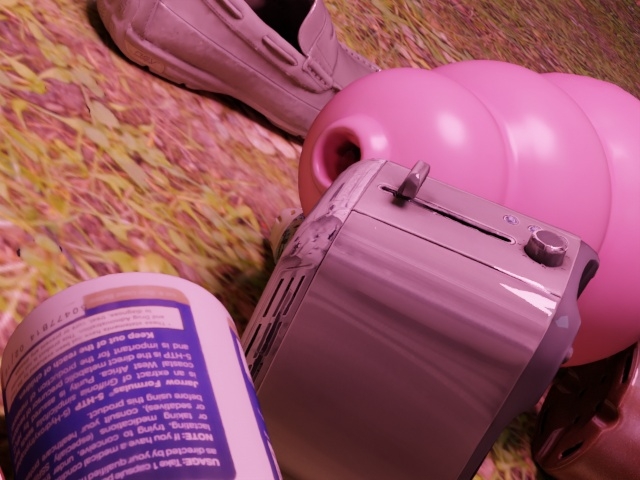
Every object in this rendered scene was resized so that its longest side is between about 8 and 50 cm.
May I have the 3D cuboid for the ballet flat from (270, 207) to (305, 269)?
[{"bbox_3d":[0.000,0.000,0.961,0.070,0.070,0.188,50,21,11],"label":"ballet flat"}]

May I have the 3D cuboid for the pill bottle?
[{"bbox_3d":[-0.069,0.114,0.570,0.112,0.112,0.186,26,29,-37],"label":"pill bottle"}]

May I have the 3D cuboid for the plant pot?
[{"bbox_3d":[0.259,0.153,1.009,0.165,0.167,0.167,33,25,-11],"label":"plant pot"}]

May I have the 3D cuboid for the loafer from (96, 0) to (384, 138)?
[{"bbox_3d":[-0.032,-0.161,1.093,0.319,0.111,0.112,15,37,-50],"label":"loafer"}]

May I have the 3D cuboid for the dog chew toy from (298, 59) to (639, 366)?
[{"bbox_3d":[0.111,-0.024,0.894,0.332,0.206,0.206,11,40,-51],"label":"dog chew toy"}]

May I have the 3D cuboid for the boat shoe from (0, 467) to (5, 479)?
[{"bbox_3d":[-0.136,0.124,0.492,0.073,0.073,0.207,7,45,-57],"label":"boat shoe"}]

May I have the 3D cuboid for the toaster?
[{"bbox_3d":[0.037,0.066,0.730,0.146,0.227,0.129,29,33,5],"label":"toaster"}]
